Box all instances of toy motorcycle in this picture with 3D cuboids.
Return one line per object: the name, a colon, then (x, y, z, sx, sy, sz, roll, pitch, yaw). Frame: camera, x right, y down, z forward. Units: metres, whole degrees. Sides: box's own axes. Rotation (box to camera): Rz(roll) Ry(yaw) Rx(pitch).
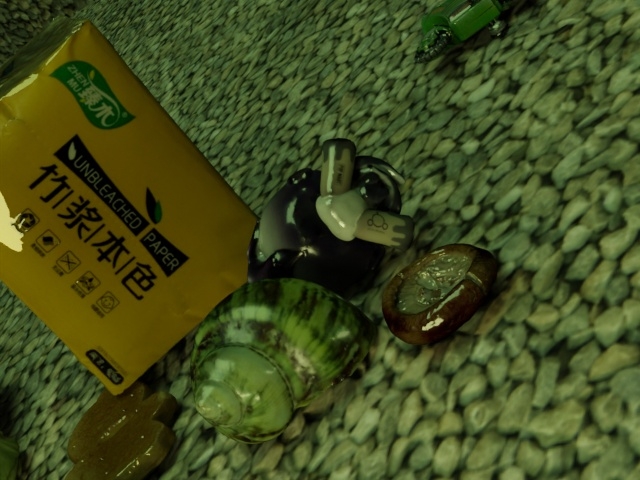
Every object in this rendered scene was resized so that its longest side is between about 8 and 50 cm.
toy motorcycle: (0.198, -0.299, 1.389, 0.190, 0.074, 0.106, -37, 20, 15)

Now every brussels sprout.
brussels sprout: (-0.463, 0.318, 1.407, 0.139, 0.100, 0.181, -51, 28, 17)

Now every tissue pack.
tissue pack: (-0.287, -0.048, 1.332, 0.293, 0.382, 0.228, -42, 22, -6)

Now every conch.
conch: (-0.053, 0.120, 1.085, 0.187, 0.124, 0.181, -12, 44, 34)

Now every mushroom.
mushroom: (0.117, 0.051, 1.024, 0.123, 0.052, 0.123, -28, 28, 16)

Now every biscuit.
biscuit: (-0.242, 0.238, 1.273, 0.166, 0.036, 0.225, -45, 25, -9)

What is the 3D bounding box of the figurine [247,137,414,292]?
figurine: (0.000, 0.000, 1.172, 0.222, 0.145, 0.145, -43, 18, 54)
